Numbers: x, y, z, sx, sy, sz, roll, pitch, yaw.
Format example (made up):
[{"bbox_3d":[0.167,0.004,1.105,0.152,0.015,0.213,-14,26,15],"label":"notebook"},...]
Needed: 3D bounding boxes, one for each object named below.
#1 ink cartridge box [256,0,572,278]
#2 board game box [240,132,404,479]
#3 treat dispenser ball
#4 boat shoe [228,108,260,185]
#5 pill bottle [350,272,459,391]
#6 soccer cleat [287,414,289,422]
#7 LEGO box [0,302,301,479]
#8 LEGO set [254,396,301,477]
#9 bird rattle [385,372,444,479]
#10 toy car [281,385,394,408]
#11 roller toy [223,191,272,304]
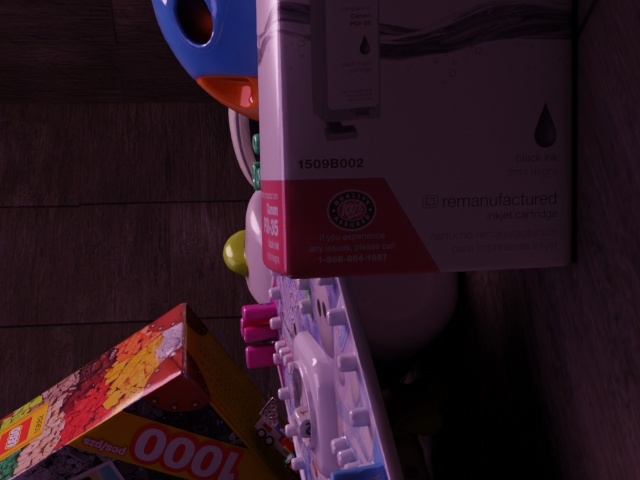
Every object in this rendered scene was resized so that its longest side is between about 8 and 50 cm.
[{"bbox_3d":[0.060,-0.122,0.628,0.117,0.207,0.283,-153,61,-79],"label":"ink cartridge box"},{"bbox_3d":[-0.016,0.154,0.831,0.390,0.050,0.390,101,158,-57],"label":"board game box"},{"bbox_3d":[-0.015,-0.250,0.833,0.288,0.288,0.288,178,90,-82],"label":"treat dispenser ball"},{"bbox_3d":[-0.003,-0.253,1.103,0.187,0.156,0.500,-56,-16,-50],"label":"boat shoe"},{"bbox_3d":[0.050,0.083,0.965,0.264,0.146,0.146,106,160,-67],"label":"pill bottle"},{"bbox_3d":[-0.004,0.282,1.474,0.318,0.116,0.109,127,141,-76],"label":"soccer cleat"},{"bbox_3d":[-0.201,0.397,1.268,0.500,0.372,0.193,54,-173,-25],"label":"LEGO box"},{"bbox_3d":[0.008,0.307,1.142,0.182,0.060,0.244,31,164,51],"label":"LEGO set"},{"bbox_3d":[0.101,0.268,0.908,0.207,0.143,0.253,80,167,-48],"label":"bird rattle"},{"bbox_3d":[0.043,0.222,1.121,0.188,0.149,0.155,-121,17,-49],"label":"toy car"},{"bbox_3d":[0.000,0.000,1.145,0.191,0.209,0.146,40,143,32],"label":"roller toy"}]
